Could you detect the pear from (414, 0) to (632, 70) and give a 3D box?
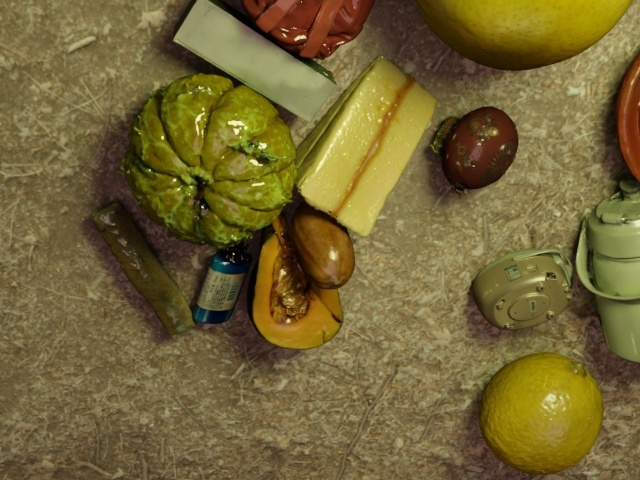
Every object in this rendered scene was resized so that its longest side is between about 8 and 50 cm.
[{"bbox_3d":[0.294,-0.440,1.165,0.363,0.362,0.418,0,142,-7],"label":"pear"}]

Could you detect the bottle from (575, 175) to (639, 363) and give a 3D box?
[{"bbox_3d":[0.629,0.055,1.593,0.229,0.229,0.351,-19,115,4],"label":"bottle"}]

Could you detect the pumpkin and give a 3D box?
[{"bbox_3d":[-0.038,0.076,1.562,0.190,0.139,0.280,9,122,-8],"label":"pumpkin"}]

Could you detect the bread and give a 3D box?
[{"bbox_3d":[0.085,-0.166,1.422,0.168,0.163,0.264,32,111,-22],"label":"bread"}]

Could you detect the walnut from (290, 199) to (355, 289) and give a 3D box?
[{"bbox_3d":[0.000,0.000,1.471,0.116,0.207,0.115,-14,146,-10],"label":"walnut"}]

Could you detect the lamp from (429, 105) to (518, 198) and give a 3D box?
[{"bbox_3d":[0.277,-0.172,1.466,0.157,0.135,0.156,-40,152,-13],"label":"lamp"}]

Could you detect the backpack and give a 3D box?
[{"bbox_3d":[-0.010,-0.404,1.282,0.229,0.139,0.229,-3,122,-5],"label":"backpack"}]

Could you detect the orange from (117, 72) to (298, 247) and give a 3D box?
[{"bbox_3d":[-0.179,-0.129,1.374,0.300,0.223,0.301,23,118,5],"label":"orange"}]

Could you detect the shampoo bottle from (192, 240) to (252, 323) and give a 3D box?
[{"bbox_3d":[-0.188,0.080,1.590,0.087,0.050,0.183,-1,125,-39],"label":"shampoo bottle"}]

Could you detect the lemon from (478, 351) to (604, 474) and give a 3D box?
[{"bbox_3d":[0.471,0.369,1.738,0.267,0.267,0.267,-3,121,-5],"label":"lemon"}]

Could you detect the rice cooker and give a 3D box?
[{"bbox_3d":[0.413,0.100,1.641,0.206,0.127,0.145,-19,122,14],"label":"rice cooker"}]

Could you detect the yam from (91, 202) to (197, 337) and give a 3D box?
[{"bbox_3d":[-0.333,0.061,1.558,0.071,0.067,0.317,-23,119,7],"label":"yam"}]

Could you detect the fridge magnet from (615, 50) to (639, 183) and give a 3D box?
[{"bbox_3d":[0.704,-0.237,1.452,0.364,0.155,0.363,-4,111,-10],"label":"fridge magnet"}]

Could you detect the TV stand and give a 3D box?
[{"bbox_3d":[-0.108,-0.308,1.362,0.270,0.082,0.088,30,111,-21],"label":"TV stand"}]
